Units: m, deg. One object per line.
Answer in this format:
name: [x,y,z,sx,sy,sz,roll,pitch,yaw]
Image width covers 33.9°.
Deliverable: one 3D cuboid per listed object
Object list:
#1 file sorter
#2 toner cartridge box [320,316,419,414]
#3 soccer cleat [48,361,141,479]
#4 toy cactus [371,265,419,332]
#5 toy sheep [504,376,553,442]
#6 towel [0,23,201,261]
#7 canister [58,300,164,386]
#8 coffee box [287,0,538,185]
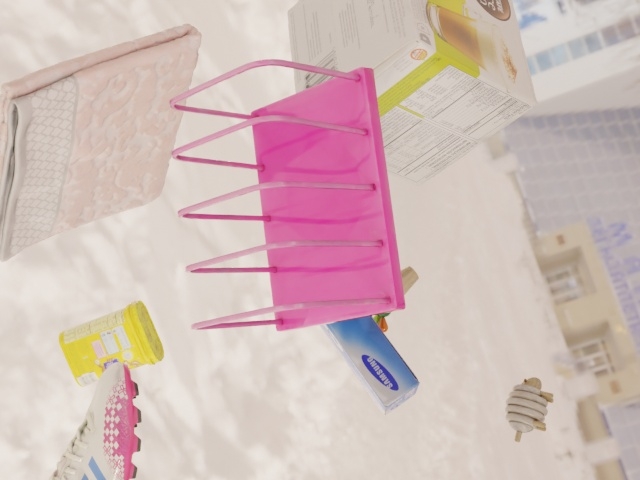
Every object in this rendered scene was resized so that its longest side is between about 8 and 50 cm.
file sorter: [-0.052,-0.046,1.234,0.182,0.202,0.290,1,78,-46]
toner cartridge box: [0.041,0.143,1.869,0.347,0.075,0.165,53,-6,14]
soccer cleat: [-0.352,0.350,1.596,0.116,0.143,0.331,176,-82,-72]
toy cactus: [0.119,0.117,2.175,0.112,0.180,0.219,45,-12,37]
toy sheep: [0.398,0.326,2.027,0.091,0.091,0.132,54,51,-55]
towel: [-0.321,-0.133,1.489,0.053,0.317,0.331,45,-42,19]
canister: [-0.407,0.203,2.043,0.073,0.170,0.126,-71,141,-78]
coffee box: [0.175,-0.367,2.094,0.334,0.338,0.337,19,51,-35]
